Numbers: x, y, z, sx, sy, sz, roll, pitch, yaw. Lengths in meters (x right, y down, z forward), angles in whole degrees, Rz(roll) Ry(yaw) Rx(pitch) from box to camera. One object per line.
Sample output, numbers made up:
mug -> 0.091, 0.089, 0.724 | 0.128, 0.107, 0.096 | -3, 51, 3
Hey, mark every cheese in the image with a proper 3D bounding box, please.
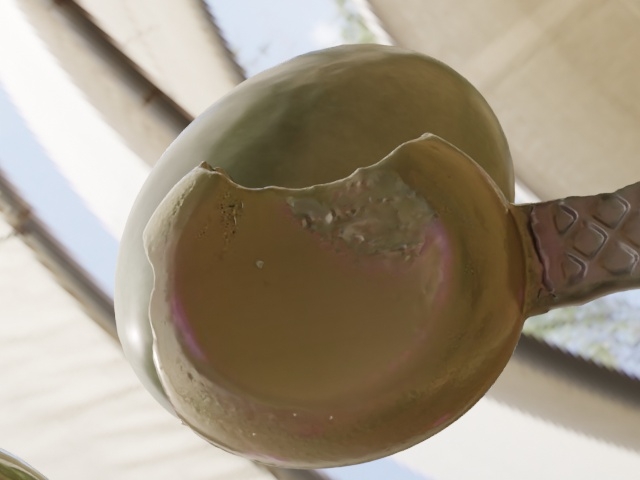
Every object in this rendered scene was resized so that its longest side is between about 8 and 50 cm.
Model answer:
cheese -> 0.056, 0.015, 0.823 | 0.082, 0.286, 0.163 | 42, -145, -73

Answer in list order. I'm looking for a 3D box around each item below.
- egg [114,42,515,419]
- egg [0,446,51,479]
egg -> 0.000, 0.000, 1.255 | 0.258, 0.258, 0.352 | 42, -123, -2
egg -> -0.255, 0.309, 1.179 | 0.278, 0.278, 0.336 | 12, -145, -43
